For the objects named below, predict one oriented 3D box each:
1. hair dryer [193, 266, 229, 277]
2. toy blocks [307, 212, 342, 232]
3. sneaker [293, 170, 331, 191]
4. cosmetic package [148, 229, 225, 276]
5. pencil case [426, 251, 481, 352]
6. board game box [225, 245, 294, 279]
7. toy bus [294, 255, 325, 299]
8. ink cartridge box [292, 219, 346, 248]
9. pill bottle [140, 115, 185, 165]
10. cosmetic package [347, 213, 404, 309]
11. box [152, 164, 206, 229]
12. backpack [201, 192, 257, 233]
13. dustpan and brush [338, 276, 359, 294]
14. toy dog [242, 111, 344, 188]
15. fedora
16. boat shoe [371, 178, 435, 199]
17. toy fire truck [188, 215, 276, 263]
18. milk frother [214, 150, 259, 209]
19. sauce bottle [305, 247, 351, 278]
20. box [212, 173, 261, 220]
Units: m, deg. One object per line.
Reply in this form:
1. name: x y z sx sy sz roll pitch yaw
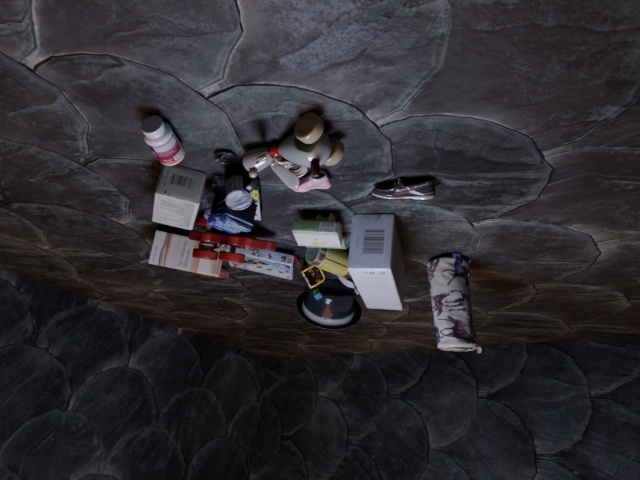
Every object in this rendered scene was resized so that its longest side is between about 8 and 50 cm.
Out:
1. hair dryer: -0.533 0.117 2.386 0.224 0.080 0.293 -4 154 20
2. toy blocks: -0.006 -0.056 1.908 0.148 0.054 0.123 -5 153 26
3. sneaker: -0.036 -0.197 1.617 0.134 0.051 0.070 -4 152 14
4. cosmetic package: -0.571 0.057 2.148 0.296 0.153 0.129 11 176 -12
5. pencil case: 0.547 0.261 2.033 0.184 0.410 0.160 -9 154 16
6. board game box: -0.270 0.093 2.263 0.305 0.053 0.193 13 156 2
7. toy bus: -0.027 0.147 2.286 0.104 0.202 0.191 -29 141 3
8. ink cartridge box: 0.000 0.000 1.900 0.171 0.056 0.235 3 153 12
9. pill bottle: -0.467 -0.296 1.470 0.086 0.086 0.152 2 154 9
10. cosmetic package: 0.234 0.097 1.974 0.161 0.230 0.453 0 154 16
11. box: -0.497 -0.149 1.744 0.149 0.126 0.232 14 155 -16
12. backpack: -0.330 -0.091 1.722 0.173 0.117 0.158 -2 162 34
13. dustpan and brush: 0.149 0.186 2.264 0.147 0.211 0.060 14 126 -15
14. toy dog: -0.085 -0.225 1.435 0.220 0.161 0.334 21 152 -28
15. fedora: 0.051 0.295 2.478 0.334 0.334 0.152 8 125 -2
16. boat shoe: 0.267 -0.172 1.608 0.206 0.075 0.065 4 113 19
17. toy fire truck: -0.360 0.003 2.008 0.302 0.169 0.254 5 176 24
18. milk frother: -0.279 -0.195 1.575 0.143 0.134 0.129 19 128 -30
19. sauce bottle: 0.089 0.103 2.157 0.344 0.111 0.111 26 149 -37
20. box: -0.293 -0.151 1.787 0.159 0.044 0.233 8 155 -1
